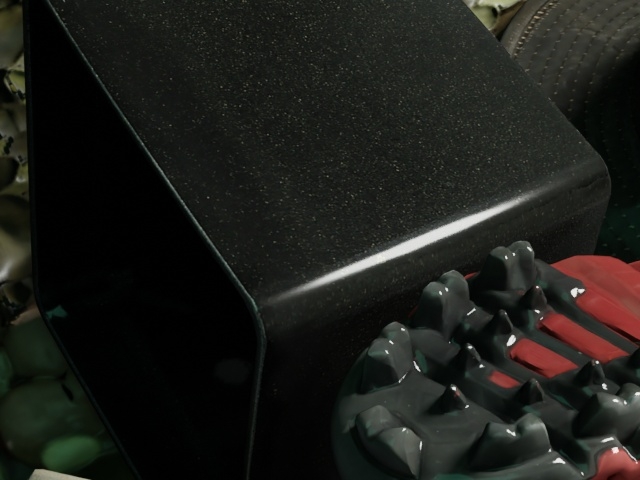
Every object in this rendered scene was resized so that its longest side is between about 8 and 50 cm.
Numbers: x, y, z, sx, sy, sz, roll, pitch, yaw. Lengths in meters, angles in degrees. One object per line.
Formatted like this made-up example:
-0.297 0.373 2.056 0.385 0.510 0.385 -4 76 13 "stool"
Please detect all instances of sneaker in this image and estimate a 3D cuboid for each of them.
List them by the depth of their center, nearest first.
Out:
0.105 0.063 0.631 0.276 0.135 0.098 -17 41 -44 "sneaker"

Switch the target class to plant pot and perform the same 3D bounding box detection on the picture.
0.000 0.000 0.722 0.167 0.188 0.187 -20 53 -22 "plant pot"

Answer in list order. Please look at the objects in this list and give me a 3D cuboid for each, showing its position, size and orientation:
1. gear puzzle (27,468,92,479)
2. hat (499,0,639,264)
-0.050 0.155 0.606 0.339 0.175 0.044 11 42 15 "gear puzzle"
0.229 -0.079 0.775 0.331 0.134 0.331 -3 54 4 "hat"
